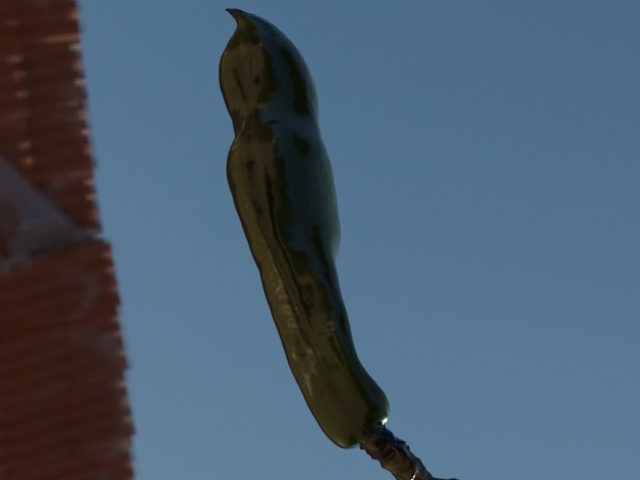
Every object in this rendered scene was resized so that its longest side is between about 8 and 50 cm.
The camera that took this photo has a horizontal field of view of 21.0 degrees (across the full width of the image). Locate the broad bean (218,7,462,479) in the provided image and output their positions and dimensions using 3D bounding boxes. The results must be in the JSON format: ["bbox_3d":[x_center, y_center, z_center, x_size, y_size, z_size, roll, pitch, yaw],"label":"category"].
[{"bbox_3d":[-0.006,-0.002,0.966,0.056,0.098,0.318,-31,-114,25],"label":"broad bean"}]
